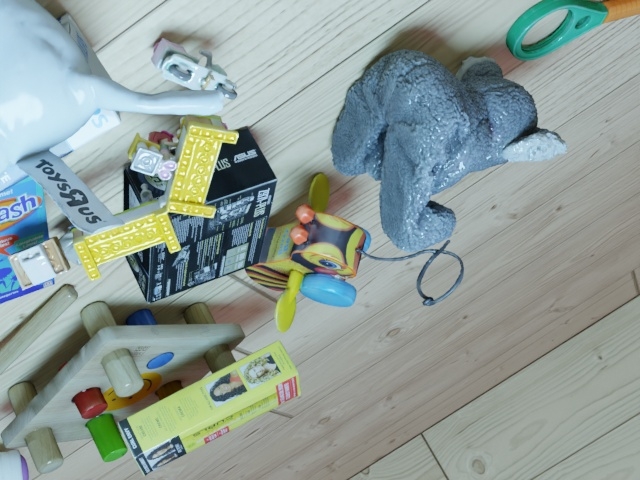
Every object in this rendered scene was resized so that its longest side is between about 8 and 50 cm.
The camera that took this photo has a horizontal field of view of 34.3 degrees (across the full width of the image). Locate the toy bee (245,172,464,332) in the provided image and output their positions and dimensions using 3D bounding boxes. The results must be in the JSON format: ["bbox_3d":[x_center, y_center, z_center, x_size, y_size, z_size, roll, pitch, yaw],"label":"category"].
[{"bbox_3d":[0.000,0.000,1.254,0.298,0.195,0.162,-25,140,33],"label":"toy bee"}]

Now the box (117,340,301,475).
[{"bbox_3d":[-0.140,0.217,1.344,0.232,0.058,0.087,-26,154,-14],"label":"box"}]

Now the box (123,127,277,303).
[{"bbox_3d":[-0.138,-0.025,1.159,0.147,0.077,0.180,-20,154,-21],"label":"box"}]

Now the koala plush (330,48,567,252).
[{"bbox_3d":[0.158,-0.129,1.173,0.221,0.196,0.203,-13,141,-26],"label":"koala plush"}]

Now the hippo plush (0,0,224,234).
[{"bbox_3d":[-0.264,-0.125,0.608,0.234,0.294,0.236,-52,152,-19],"label":"hippo plush"}]

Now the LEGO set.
[{"bbox_3d":[-0.178,-0.062,1.006,0.132,0.107,0.287,31,110,-31],"label":"LEGO set"}]

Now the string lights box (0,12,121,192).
[{"bbox_3d":[-0.289,-0.074,0.812,0.259,0.133,0.077,-30,115,0],"label":"string lights box"}]

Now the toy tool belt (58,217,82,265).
[{"bbox_3d":[-0.249,-0.004,1.106,0.051,0.052,0.083,-59,-174,4],"label":"toy tool belt"}]

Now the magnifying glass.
[{"bbox_3d":[0.327,-0.273,1.275,0.231,0.026,0.092,-20,154,-24],"label":"magnifying glass"}]

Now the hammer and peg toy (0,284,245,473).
[{"bbox_3d":[-0.287,0.188,1.340,0.266,0.127,0.361,-43,153,26],"label":"hammer and peg toy"}]

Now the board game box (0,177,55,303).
[{"bbox_3d":[-0.348,0.002,1.011,0.160,0.047,0.210,-21,154,-21],"label":"board game box"}]

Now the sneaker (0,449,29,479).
[{"bbox_3d":[-0.538,0.399,1.525,0.152,0.114,0.305,6,135,-33],"label":"sneaker"}]
